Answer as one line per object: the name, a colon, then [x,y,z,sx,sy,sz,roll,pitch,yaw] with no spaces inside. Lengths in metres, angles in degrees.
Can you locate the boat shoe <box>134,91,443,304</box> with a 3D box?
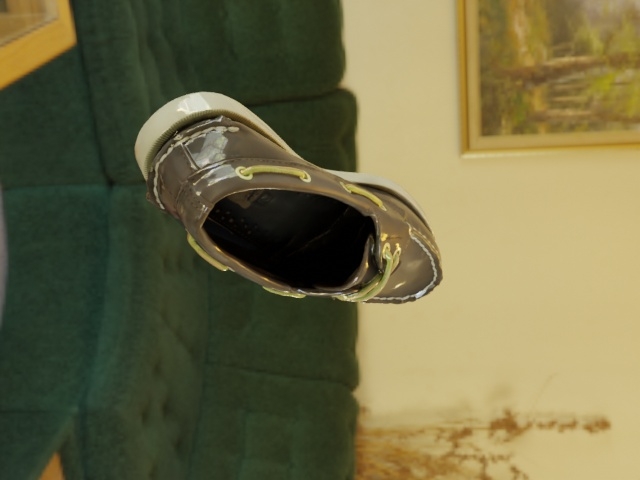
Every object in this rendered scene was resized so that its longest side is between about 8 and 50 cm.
boat shoe: [0.000,0.000,0.506,0.228,0.081,0.068,25,26,-45]
